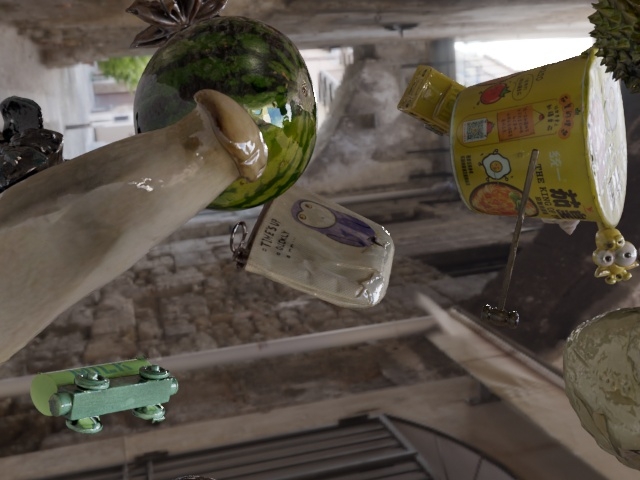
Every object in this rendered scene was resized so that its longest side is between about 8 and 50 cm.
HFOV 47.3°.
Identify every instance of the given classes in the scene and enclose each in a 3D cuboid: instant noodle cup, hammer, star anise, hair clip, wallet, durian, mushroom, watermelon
[{"bbox_3d":[0.399,-0.177,1.337,0.254,0.325,0.325,-2,-83,33],"label":"instant noodle cup"},{"bbox_3d":[0.306,0.001,1.140,0.029,0.058,0.292,-53,152,-69],"label":"hammer"},{"bbox_3d":[-0.259,-0.392,1.352,0.231,0.209,0.089,-44,-139,26],"label":"star anise"},{"bbox_3d":[-0.558,-0.125,1.286,0.206,0.310,0.194,-54,141,-42],"label":"hair clip"},{"bbox_3d":[-0.003,0.002,1.269,0.068,0.275,0.335,-61,-175,29],"label":"wallet"},{"bbox_3d":[0.499,-0.297,0.983,0.291,0.291,0.224,161,-58,-77],"label":"durian"},{"bbox_3d":[-0.252,-0.035,0.837,0.154,0.407,0.137,54,-3,-10],"label":"mushroom"},{"bbox_3d":[-0.141,-0.186,1.104,0.285,0.285,0.285,173,-90,-77],"label":"watermelon"}]

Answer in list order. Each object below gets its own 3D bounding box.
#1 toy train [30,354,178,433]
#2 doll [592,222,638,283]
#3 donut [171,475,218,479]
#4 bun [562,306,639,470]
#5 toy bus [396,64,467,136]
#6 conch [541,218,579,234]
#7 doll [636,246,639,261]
[{"bbox_3d":[-0.381,0.261,1.293,0.157,0.253,0.105,15,-81,37],"label":"toy train"},{"bbox_3d":[0.677,-0.039,1.739,0.086,0.117,0.291,-31,108,-81],"label":"doll"},{"bbox_3d":[-0.167,0.464,1.061,0.096,0.216,0.230,-33,130,-67],"label":"donut"},{"bbox_3d":[0.498,0.232,0.960,0.360,0.360,0.211,127,-12,-72],"label":"bun"},{"bbox_3d":[0.340,-0.256,1.583,0.121,0.335,0.123,-63,-169,8],"label":"toy bus"},{"bbox_3d":[0.571,-0.141,1.649,0.158,0.127,0.255,-6,103,-67],"label":"conch"},{"bbox_3d":[0.595,0.025,1.330,0.040,0.085,0.058,-58,-142,12],"label":"doll"}]
